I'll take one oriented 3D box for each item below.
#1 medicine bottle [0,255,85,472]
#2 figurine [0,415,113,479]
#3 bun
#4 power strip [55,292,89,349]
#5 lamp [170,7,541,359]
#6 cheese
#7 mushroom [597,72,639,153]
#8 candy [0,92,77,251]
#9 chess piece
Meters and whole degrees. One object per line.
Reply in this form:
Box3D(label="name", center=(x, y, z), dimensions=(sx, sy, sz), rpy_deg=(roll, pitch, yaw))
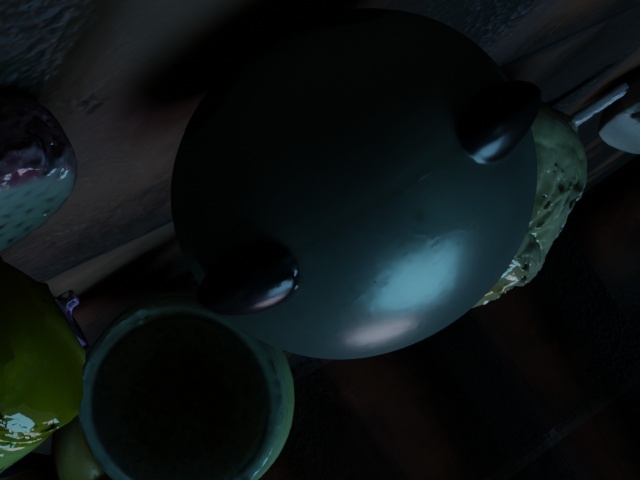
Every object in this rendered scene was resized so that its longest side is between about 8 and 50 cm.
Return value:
Box3D(label="medicine bottle", center=(-0.241, 0.103, 0.745), dimensions=(0.239, 0.124, 0.124), rpy_deg=(-37, 171, 25))
Box3D(label="figurine", center=(-0.190, 0.263, 1.439), dimensions=(0.401, 0.268, 0.387), rpy_deg=(-37, 170, 0))
Box3D(label="bun", center=(0.127, -0.011, 1.226), dimensions=(0.287, 0.146, 0.287), rpy_deg=(-25, 153, -14))
Box3D(label="power strip", center=(-0.295, 0.126, 0.969), dimensions=(0.279, 0.037, 0.109), rpy_deg=(-32, 173, -7))
Box3D(label="lamp", center=(0.014, -0.037, 0.721), dimensions=(0.198, 0.197, 0.244), rpy_deg=(-32, -165, 0))
Box3D(label="cheese", center=(0.277, -0.125, 1.598), dimensions=(0.227, 0.064, 0.137), rpy_deg=(-32, 176, 5))
Box3D(label="mushroom", center=(0.487, -0.212, 1.819), dimensions=(0.270, 0.103, 0.118), rpy_deg=(-40, -177, -29))
Box3D(label="candy", center=(-0.155, -0.021, 0.570), dimensions=(0.103, 0.043, 0.103), rpy_deg=(-31, 173, -5))
Box3D(label="chess piece", center=(-0.098, 0.122, 1.143), dimensions=(0.176, 0.175, 0.298), rpy_deg=(-33, 178, 4))
